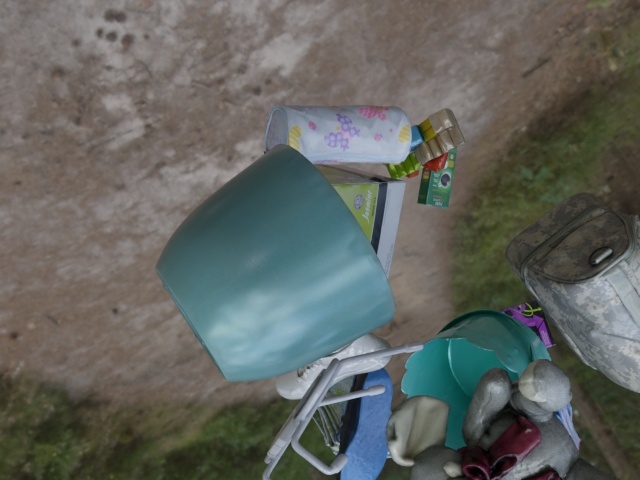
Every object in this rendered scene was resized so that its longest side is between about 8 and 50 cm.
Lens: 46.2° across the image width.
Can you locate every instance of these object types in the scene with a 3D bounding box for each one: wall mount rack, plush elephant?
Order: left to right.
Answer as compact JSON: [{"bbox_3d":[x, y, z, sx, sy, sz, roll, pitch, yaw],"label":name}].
[{"bbox_3d":[0.031,0.299,1.326,0.304,0.131,0.350,-52,174,-37],"label":"wall mount rack"},{"bbox_3d":[0.241,0.339,1.098,0.256,0.271,0.330,-31,-176,-16],"label":"plush elephant"}]

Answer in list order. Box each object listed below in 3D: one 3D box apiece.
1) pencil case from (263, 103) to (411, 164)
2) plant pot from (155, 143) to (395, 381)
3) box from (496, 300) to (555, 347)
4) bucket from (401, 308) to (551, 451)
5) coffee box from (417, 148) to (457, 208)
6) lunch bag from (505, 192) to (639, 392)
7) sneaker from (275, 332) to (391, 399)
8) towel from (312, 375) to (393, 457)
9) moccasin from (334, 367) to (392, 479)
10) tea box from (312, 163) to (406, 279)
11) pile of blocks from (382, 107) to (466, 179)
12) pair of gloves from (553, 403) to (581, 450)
[{"bbox_3d":[0.034,-0.193,1.390,0.273,0.124,0.113,-5,132,-27],"label":"pencil case"},{"bbox_3d":[-0.079,0.053,1.025,0.235,0.293,0.293,-33,168,-14],"label":"plant pot"},{"bbox_3d":[0.465,0.218,1.801,0.162,0.116,0.029,-17,164,5],"label":"box"},{"bbox_3d":[0.326,0.284,1.523,0.281,0.281,0.183,-40,173,38],"label":"bucket"},{"bbox_3d":[0.344,-0.190,2.209,0.040,0.184,0.113,12,-174,44],"label":"coffee box"},{"bbox_3d":[0.497,0.099,1.271,0.213,0.305,0.256,-36,-161,8],"label":"lunch bag"},{"bbox_3d":[-0.010,0.254,1.648,0.293,0.108,0.169,-26,141,22],"label":"sneaker"},{"bbox_3d":[0.087,0.488,2.203,0.090,0.320,0.375,-48,143,16],"label":"towel"},{"bbox_3d":[0.117,0.478,1.936,0.138,0.341,0.117,13,-172,-20],"label":"moccasin"},{"bbox_3d":[0.000,0.000,1.763,0.324,0.220,0.328,-6,110,-50],"label":"tea box"},{"bbox_3d":[0.225,-0.199,1.767,0.149,0.112,0.362,-23,177,-15],"label":"pile of blocks"},{"bbox_3d":[0.585,0.470,1.793,0.023,0.159,0.198,-17,-157,36],"label":"pair of gloves"}]
